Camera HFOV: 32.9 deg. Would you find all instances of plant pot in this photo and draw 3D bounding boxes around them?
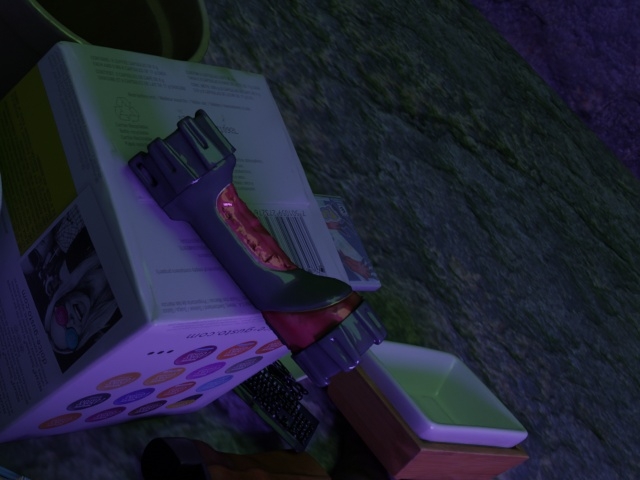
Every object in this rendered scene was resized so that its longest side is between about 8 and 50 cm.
[{"bbox_3d":[-0.368,-0.261,1.418,0.333,0.305,0.334,32,37,-28],"label":"plant pot"}]

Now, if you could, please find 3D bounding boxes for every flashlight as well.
[{"bbox_3d":[-0.057,0.005,1.121,0.304,0.103,0.103,54,36,-4],"label":"flashlight"}]

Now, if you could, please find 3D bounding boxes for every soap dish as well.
[{"bbox_3d":[0.162,0.267,1.671,0.290,0.118,0.229,16,25,-47],"label":"soap dish"}]

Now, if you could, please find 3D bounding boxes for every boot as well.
[{"bbox_3d":[0.125,0.388,1.564,0.248,0.090,0.207,28,31,-4],"label":"boot"},{"bbox_3d":[-0.064,0.358,1.366,0.280,0.096,0.264,18,16,-45],"label":"boot"}]

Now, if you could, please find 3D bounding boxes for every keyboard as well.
[{"bbox_3d":[-0.070,0.198,1.506,0.192,0.038,0.100,46,34,-11],"label":"keyboard"}]

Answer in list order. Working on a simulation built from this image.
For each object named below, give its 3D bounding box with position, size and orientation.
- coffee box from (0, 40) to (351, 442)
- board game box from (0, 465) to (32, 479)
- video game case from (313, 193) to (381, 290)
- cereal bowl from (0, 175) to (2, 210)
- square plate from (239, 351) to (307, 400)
[{"bbox_3d":[-0.225,0.011,1.302,0.337,0.334,0.338,1,61,-51],"label":"coffee box"},{"bbox_3d":[-0.370,0.294,1.134,0.201,0.035,0.136,33,37,-26],"label":"board game box"},{"bbox_3d":[0.000,0.000,1.790,0.201,0.023,0.184,4,55,-50],"label":"video game case"},{"bbox_3d":[-0.510,-0.026,1.129,0.338,0.141,0.339,12,56,-18],"label":"cereal bowl"},{"bbox_3d":[-0.101,0.067,1.668,0.347,0.049,0.344,-12,69,-54],"label":"square plate"}]
